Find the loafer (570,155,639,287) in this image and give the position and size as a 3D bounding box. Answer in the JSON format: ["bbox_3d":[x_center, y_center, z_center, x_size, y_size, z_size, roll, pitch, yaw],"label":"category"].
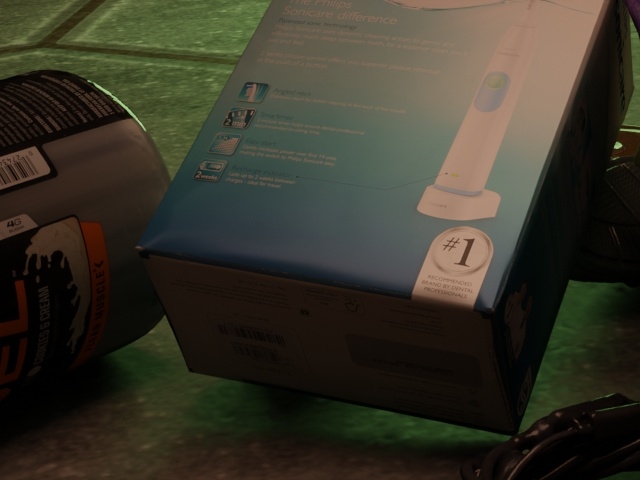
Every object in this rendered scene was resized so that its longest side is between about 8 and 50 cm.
[{"bbox_3d":[0.251,-0.014,1.140,0.267,0.084,0.096,-21,67,-36],"label":"loafer"}]

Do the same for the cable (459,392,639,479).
[{"bbox_3d":[0.148,0.131,0.784,0.184,0.047,0.150,-10,24,-29],"label":"cable"}]

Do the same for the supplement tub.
[{"bbox_3d":[-0.254,0.021,0.949,0.194,0.193,0.316,13,26,41],"label":"supplement tub"}]

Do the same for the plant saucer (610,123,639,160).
[{"bbox_3d":[0.233,-0.062,1.318,0.199,0.036,0.198,-3,19,1],"label":"plant saucer"}]

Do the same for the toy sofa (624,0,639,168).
[{"bbox_3d":[0.235,-0.022,0.854,0.177,0.150,0.362,14,30,-3],"label":"toy sofa"}]

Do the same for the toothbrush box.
[{"bbox_3d":[0.053,-0.050,0.976,0.216,0.126,0.295,8,53,21],"label":"toothbrush box"}]
